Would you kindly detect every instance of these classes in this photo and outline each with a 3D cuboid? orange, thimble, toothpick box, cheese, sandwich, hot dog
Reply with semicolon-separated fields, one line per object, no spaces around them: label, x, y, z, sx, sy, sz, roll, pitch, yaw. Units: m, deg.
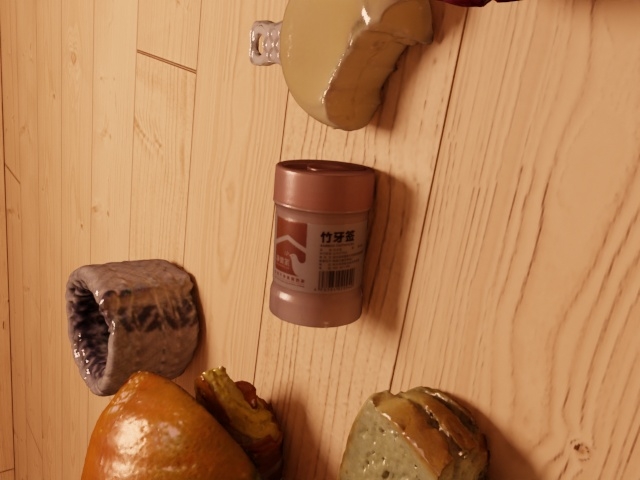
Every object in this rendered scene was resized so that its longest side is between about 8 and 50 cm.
orange;-0.156;0.311;0.763;0.274;0.274;0.311;-22;71;53
thimble;-0.310;0.134;1.029;0.245;0.157;0.217;-29;74;53
toothpick box;0.000;0.000;0.624;0.098;0.098;0.149;23;115;50
cheese;0.001;-0.213;0.615;0.249;0.070;0.164;47;131;41
sandwich;0.112;0.282;0.520;0.273;0.095;0.249;42;124;44
hot dog;-0.098;0.253;0.808;0.123;0.093;0.262;35;138;36

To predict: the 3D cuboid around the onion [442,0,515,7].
onion;0.117;-0.240;0.375;0.207;0.200;0.201;-33;65;17
